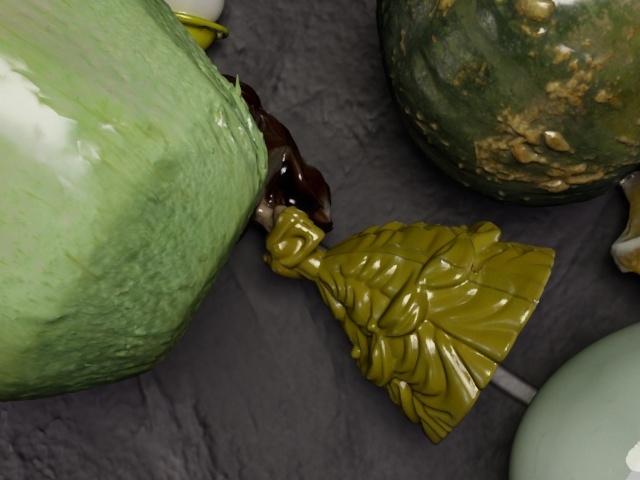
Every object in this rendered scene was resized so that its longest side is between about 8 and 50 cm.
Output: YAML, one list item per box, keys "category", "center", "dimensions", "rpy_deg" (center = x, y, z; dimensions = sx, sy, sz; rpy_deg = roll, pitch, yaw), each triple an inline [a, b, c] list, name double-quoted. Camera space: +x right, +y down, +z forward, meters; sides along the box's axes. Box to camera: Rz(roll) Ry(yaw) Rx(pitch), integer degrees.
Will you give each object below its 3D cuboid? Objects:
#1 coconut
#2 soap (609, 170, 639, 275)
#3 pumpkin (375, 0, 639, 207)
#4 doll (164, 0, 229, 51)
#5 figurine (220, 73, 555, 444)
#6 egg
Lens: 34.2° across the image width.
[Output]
- category: "coconut"
  center: [-0.203, -0.057, 0.631]
  dimensions: [0.328, 0.328, 0.281]
  rpy_deg: [32, 100, -3]
- category: "soap"
  center: [0.460, 0.016, 0.871]
  dimensions: [0.304, 0.169, 0.338]
  rpy_deg: [-32, 119, 31]
- category: "pumpkin"
  center: [0.204, -0.176, 0.773]
  dimensions: [0.327, 0.291, 0.257]
  rpy_deg: [-25, 79, -19]
- category: "doll"
  center: [-0.114, -0.239, 0.847]
  dimensions: [0.129, 0.081, 0.207]
  rpy_deg: [-7, 87, 0]
- category: "figurine"
  center: [-0.002, 0.004, 0.803]
  dimensions: [0.315, 0.187, 0.168]
  rpy_deg: [31, 86, 6]
- category: "egg"
  center: [0.263, 0.154, 0.800]
  dimensions: [0.264, 0.183, 0.183]
  rpy_deg: [-35, 89, -16]
